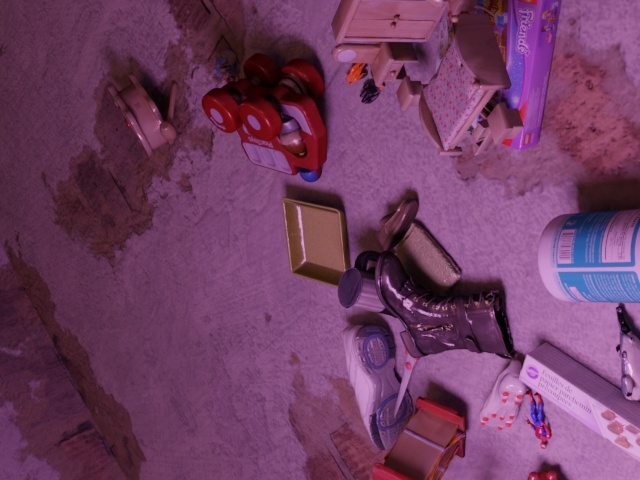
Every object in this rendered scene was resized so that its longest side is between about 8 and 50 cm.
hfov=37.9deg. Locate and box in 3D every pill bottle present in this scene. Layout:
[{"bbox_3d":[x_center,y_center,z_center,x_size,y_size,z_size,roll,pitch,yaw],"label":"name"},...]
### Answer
[{"bbox_3d":[0.481,0.025,1.439,0.264,0.146,0.146,-2,106,50],"label":"pill bottle"}]

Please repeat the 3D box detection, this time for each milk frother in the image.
[{"bbox_3d":[0.095,0.098,1.932,0.143,0.135,0.129,-32,52,48],"label":"milk frother"}]

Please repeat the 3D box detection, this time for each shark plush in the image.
[{"bbox_3d":[0.510,0.194,1.564,0.161,0.073,0.067,65,172,-4],"label":"shark plush"}]

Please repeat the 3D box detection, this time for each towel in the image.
[{"bbox_3d":[0.212,0.045,1.857,0.148,0.027,0.110,51,138,21],"label":"towel"}]

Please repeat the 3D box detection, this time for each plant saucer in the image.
[{"bbox_3d":[0.000,0.000,2.068,0.188,0.045,0.188,15,118,45],"label":"plant saucer"}]

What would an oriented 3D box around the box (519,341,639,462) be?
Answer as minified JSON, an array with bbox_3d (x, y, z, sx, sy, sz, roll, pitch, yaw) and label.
[{"bbox_3d":[0.497,0.294,1.616,0.324,0.067,0.063,34,130,34],"label":"box"}]

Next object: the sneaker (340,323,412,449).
[{"bbox_3d":[0.119,0.317,2.058,0.129,0.111,0.297,10,113,64],"label":"sneaker"}]

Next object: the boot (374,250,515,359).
[{"bbox_3d":[0.244,0.119,1.789,0.229,0.091,0.263,-11,114,39],"label":"boot"}]

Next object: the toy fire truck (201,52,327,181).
[{"bbox_3d":[-0.092,-0.245,1.992,0.302,0.169,0.254,19,145,44],"label":"toy fire truck"}]

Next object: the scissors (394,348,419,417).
[{"bbox_3d":[0.196,0.249,1.941,0.109,0.021,0.297,16,108,45],"label":"scissors"}]

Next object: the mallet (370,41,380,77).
[{"bbox_3d":[0.111,-0.399,1.759,0.062,0.039,0.189,-3,101,51],"label":"mallet"}]

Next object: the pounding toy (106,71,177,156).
[{"bbox_3d":[-0.421,-0.324,2.386,0.269,0.155,0.154,52,168,33],"label":"pounding toy"}]

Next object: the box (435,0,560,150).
[{"bbox_3d":[0.291,-0.319,1.566,0.201,0.057,0.293,29,128,39],"label":"box"}]

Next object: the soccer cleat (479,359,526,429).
[{"bbox_3d":[0.356,0.302,1.794,0.068,0.076,0.196,14,145,2],"label":"soccer cleat"}]

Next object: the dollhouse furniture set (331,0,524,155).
[{"bbox_3d":[0.143,-0.243,1.516,0.303,0.174,0.355,119,143,-57],"label":"dollhouse furniture set"}]

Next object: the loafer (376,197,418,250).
[{"bbox_3d":[0.148,-0.037,1.869,0.050,0.056,0.148,45,137,17],"label":"loafer"}]

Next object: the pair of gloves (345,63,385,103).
[{"bbox_3d":[0.089,-0.315,1.841,0.083,0.010,0.074,56,139,10],"label":"pair of gloves"}]

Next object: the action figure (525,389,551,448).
[{"bbox_3d":[0.413,0.343,1.768,0.038,0.030,0.115,-6,105,45],"label":"action figure"}]

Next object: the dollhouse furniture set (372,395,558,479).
[{"bbox_3d":[0.304,0.487,1.827,0.374,0.201,0.152,22,141,27],"label":"dollhouse furniture set"}]

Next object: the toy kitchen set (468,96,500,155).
[{"bbox_3d":[0.260,-0.193,1.547,0.075,0.083,0.068,49,137,22],"label":"toy kitchen set"}]

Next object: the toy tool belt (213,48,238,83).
[{"bbox_3d":[-0.223,-0.394,2.133,0.052,0.051,0.083,22,123,42],"label":"toy tool belt"}]
